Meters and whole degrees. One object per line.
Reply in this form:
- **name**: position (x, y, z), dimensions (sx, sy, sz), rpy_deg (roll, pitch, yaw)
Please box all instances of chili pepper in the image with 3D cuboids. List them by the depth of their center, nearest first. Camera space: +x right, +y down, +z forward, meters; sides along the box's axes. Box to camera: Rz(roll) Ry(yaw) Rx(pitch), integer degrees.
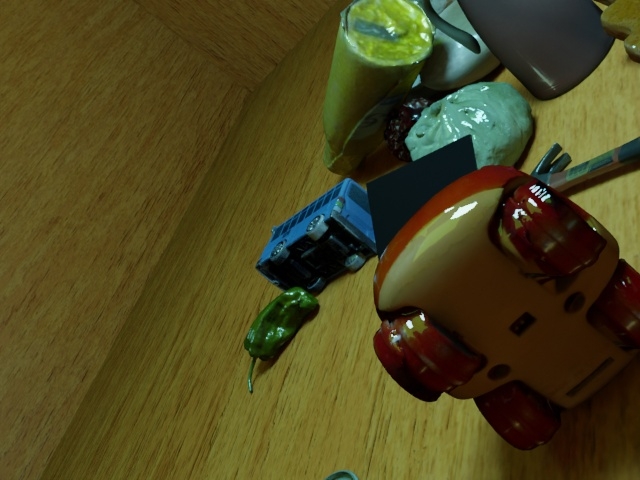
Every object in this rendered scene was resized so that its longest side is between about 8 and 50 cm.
- **chili pepper**: position (-0.089, 0.162, 1.251), dimensions (0.204, 0.072, 0.073), rpy_deg (-49, 21, 10)

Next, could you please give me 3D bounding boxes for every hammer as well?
- **hammer**: position (0.332, -0.093, 0.761), dimensions (0.288, 0.033, 0.111), rpy_deg (-26, 34, 53)

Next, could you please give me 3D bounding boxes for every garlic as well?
- **garlic**: position (0.298, -0.378, 1.222), dimensions (0.318, 0.112, 0.143), rpy_deg (-42, 44, 13)

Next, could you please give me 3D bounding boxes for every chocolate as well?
- **chocolate**: position (0.088, -0.255, 1.318), dimensions (0.162, 0.162, 0.445), rpy_deg (-63, -4, -25)

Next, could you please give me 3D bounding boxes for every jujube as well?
- **jujube**: position (0.165, -0.187, 1.208), dimensions (0.104, 0.104, 0.166), rpy_deg (-56, 6, -8)

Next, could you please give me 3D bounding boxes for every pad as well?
- **pad**: position (0.143, -0.030, 0.985), dimensions (0.245, 0.006, 0.170), rpy_deg (-22, 75, 58)

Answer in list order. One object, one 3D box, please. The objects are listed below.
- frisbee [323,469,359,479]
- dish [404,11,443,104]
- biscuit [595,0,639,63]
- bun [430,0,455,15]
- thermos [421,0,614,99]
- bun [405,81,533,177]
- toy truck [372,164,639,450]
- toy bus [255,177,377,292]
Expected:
- **frisbee**: position (0.012, 0.321, 0.823), dimensions (0.110, 0.014, 0.110), rpy_deg (-46, 21, 24)
- **dish**: position (0.217, -0.340, 1.402), dimensions (0.229, 0.081, 0.229), rpy_deg (-44, 24, 26)
- **biscuit**: position (0.437, -0.298, 0.816), dimensions (0.284, 0.043, 0.306), rpy_deg (-15, 48, 44)
- **bun**: position (0.222, -0.505, 1.533), dimensions (0.263, 0.175, 0.263), rpy_deg (-6, 32, 4)
- **thermos**: position (0.258, -0.329, 0.991), dimensions (0.176, 0.265, 0.146), rpy_deg (-37, 24, 43)
- **bun**: position (0.199, -0.148, 1.032), dimensions (0.204, 0.126, 0.212), rpy_deg (-55, 18, -10)
- **toy truck**: position (0.156, 0.033, 0.629), dimensions (0.189, 0.265, 0.239), rpy_deg (-47, 30, 16)
- **toy bus**: position (0.000, 0.000, 1.265), dimensions (0.234, 0.116, 0.133), rpy_deg (-32, 28, 43)
